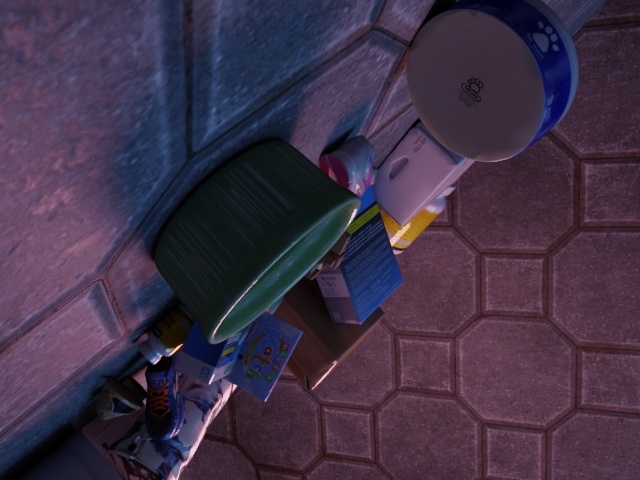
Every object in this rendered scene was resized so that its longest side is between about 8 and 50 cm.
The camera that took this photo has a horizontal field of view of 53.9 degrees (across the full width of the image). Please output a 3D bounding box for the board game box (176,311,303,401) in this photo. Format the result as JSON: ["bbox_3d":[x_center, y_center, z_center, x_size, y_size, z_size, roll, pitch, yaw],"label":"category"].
[{"bbox_3d":[-0.165,0.207,1.289,0.160,0.212,0.039,-62,174,-10],"label":"board game box"}]

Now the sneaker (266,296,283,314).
[{"bbox_3d":[-0.162,0.138,1.461,0.121,0.108,0.302,-45,171,36],"label":"sneaker"}]

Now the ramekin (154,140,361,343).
[{"bbox_3d":[-0.097,-0.004,0.933,0.303,0.148,0.303,-43,171,-8],"label":"ramekin"}]

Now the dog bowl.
[{"bbox_3d":[0.276,-0.267,1.039,0.104,0.265,0.265,-37,169,-32],"label":"dog bowl"}]

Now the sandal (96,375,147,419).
[{"bbox_3d":[-0.414,0.332,1.282,0.079,0.088,0.240,-45,178,-10],"label":"sandal"}]

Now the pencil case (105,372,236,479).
[{"bbox_3d":[-0.302,0.364,1.428,0.410,0.160,0.183,-57,169,-38],"label":"pencil case"}]

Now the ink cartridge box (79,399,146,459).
[{"bbox_3d":[-0.436,0.477,1.464,0.148,0.203,0.086,-39,172,-39],"label":"ink cartridge box"}]

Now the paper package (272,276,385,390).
[{"bbox_3d":[-0.019,0.217,1.838,0.168,0.309,0.325,-47,173,34],"label":"paper package"}]

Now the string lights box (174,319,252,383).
[{"bbox_3d":[-0.171,0.128,1.189,0.133,0.077,0.259,12,102,-80],"label":"string lights box"}]

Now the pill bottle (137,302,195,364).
[{"bbox_3d":[-0.289,0.180,1.206,0.116,0.065,0.065,-43,172,-13],"label":"pill bottle"}]

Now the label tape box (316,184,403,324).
[{"bbox_3d":[0.086,0.027,1.736,0.106,0.333,0.241,-4,-157,41],"label":"label tape box"}]

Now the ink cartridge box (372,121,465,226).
[{"bbox_3d":[0.335,-0.238,1.826,0.385,0.160,0.279,-35,168,-48],"label":"ink cartridge box"}]

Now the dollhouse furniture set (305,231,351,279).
[{"bbox_3d":[0.000,0.000,1.541,0.123,0.144,0.151,-40,157,-60],"label":"dollhouse furniture set"}]

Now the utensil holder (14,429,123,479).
[{"bbox_3d":[-0.562,0.639,1.269,0.385,0.327,0.327,-37,169,-32],"label":"utensil holder"}]

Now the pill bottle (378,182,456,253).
[{"bbox_3d":[0.317,-0.121,2.219,0.334,0.188,0.188,-49,170,32],"label":"pill bottle"}]

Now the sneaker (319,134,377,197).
[{"bbox_3d":[0.060,-0.123,1.268,0.111,0.103,0.252,-40,172,-17],"label":"sneaker"}]

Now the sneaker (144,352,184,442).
[{"bbox_3d":[-0.327,0.298,1.285,0.083,0.221,0.087,-9,153,5],"label":"sneaker"}]
